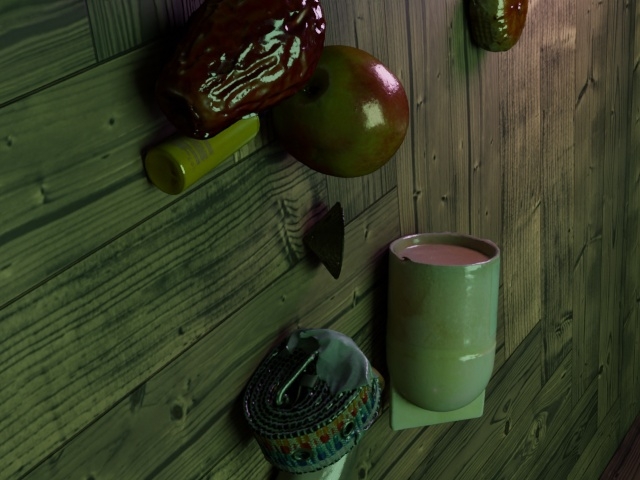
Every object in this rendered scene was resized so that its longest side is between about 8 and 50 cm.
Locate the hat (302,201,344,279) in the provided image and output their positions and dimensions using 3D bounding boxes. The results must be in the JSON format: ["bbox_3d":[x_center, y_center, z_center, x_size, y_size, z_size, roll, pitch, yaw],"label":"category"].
[{"bbox_3d":[0.000,0.000,1.916,0.146,0.067,0.146,-178,-90,-81],"label":"hat"}]

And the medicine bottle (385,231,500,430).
[{"bbox_3d":[0.256,0.206,2.212,0.235,0.235,0.406,-23,120,-52],"label":"medicine bottle"}]

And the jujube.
[{"bbox_3d":[-0.112,-0.272,1.512,0.290,0.197,0.197,-47,137,-26],"label":"jujube"}]

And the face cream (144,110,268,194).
[{"bbox_3d":[-0.154,-0.166,1.597,0.273,0.078,0.078,-43,134,-43],"label":"face cream"}]

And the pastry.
[{"bbox_3d":[0.405,-0.523,2.337,0.182,0.093,0.192,-56,141,-34],"label":"pastry"}]

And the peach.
[{"bbox_3d":[0.033,-0.212,1.740,0.231,0.231,0.231,-25,121,-52],"label":"peach"}]

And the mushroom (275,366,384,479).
[{"bbox_3d":[0.003,0.423,1.995,0.154,0.137,0.407,36,76,-42],"label":"mushroom"}]

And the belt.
[{"bbox_3d":[-0.012,0.281,1.851,0.257,0.207,0.150,-47,140,-28],"label":"belt"}]
